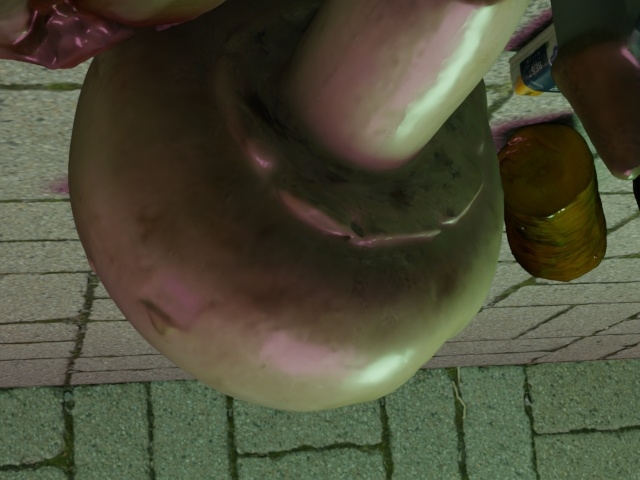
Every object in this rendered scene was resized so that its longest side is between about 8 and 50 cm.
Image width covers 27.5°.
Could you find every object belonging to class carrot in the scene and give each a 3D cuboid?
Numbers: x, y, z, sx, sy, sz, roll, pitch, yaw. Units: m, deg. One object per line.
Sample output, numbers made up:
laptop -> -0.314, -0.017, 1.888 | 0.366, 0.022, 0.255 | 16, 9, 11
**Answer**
carrot -> 0.244, -0.031, 1.379 | 0.114, 0.114, 0.302 | -8, 163, 12

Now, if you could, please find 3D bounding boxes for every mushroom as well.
mushroom -> 0.003, -0.075, 0.809 | 0.314, 0.314, 0.336 | 2, 142, -25

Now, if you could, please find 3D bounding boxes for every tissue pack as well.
tissue pack -> 0.197, -0.145, 1.049 | 0.062, 0.042, 0.083 | -2, 166, -22

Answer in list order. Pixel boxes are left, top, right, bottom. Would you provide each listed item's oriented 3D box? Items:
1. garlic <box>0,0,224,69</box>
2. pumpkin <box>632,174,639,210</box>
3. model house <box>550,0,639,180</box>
garlic -> -0.157, -0.177, 0.621 | 0.279, 0.132, 0.325 | -1, 168, -17
pumpkin -> 0.400, -0.062, 1.221 | 0.211, 0.152, 0.211 | -9, 165, -3
model house -> 0.242, -0.112, 0.613 | 0.267, 0.325, 0.194 | -3, 164, -5
